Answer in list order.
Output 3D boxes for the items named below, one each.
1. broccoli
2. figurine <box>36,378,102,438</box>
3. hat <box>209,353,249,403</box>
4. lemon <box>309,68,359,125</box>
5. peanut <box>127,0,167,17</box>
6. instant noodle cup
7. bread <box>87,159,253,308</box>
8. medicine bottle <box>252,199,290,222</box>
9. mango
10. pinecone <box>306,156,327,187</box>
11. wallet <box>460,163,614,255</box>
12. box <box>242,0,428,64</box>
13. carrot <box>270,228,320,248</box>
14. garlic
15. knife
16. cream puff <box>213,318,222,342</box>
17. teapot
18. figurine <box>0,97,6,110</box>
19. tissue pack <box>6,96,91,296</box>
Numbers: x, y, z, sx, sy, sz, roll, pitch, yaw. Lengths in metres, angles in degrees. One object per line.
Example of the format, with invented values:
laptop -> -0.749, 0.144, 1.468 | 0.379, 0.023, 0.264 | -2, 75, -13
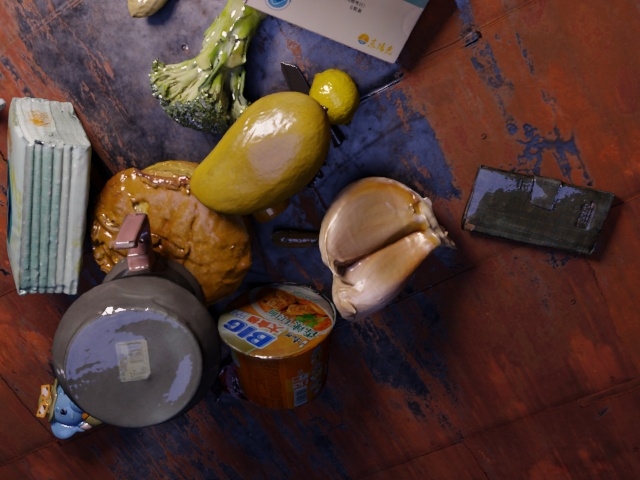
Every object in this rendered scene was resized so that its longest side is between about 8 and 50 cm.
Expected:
broccoli -> -0.189, -0.387, 1.328 | 0.361, 0.221, 0.252 | -40, 72, 19
figurine -> -0.686, 0.462, 1.815 | 0.262, 0.154, 0.180 | -11, 104, -6
hat -> -0.261, 0.386, 1.741 | 0.227, 0.129, 0.140 | -18, 70, 33
lemon -> 0.032, -0.311, 1.360 | 0.109, 0.109, 0.133 | -29, 101, 19
peanut -> -0.345, -0.548, 1.319 | 0.082, 0.082, 0.187 | 43, 112, -12
instant noodle cup -> -0.103, 0.274, 1.567 | 0.296, 0.296, 0.214 | 2, 123, 7
bread -> -0.348, -0.015, 1.496 | 0.398, 0.215, 0.398 | 3, 114, 8
medicine bottle -> -0.159, -0.142, 1.473 | 0.096, 0.096, 0.192 | -26, 109, 18
mango -> -0.114, -0.168, 1.298 | 0.195, 0.142, 0.331 | 44, 106, -2
pinecone -> -0.047, -0.181, 1.425 | 0.121, 0.140, 0.140 | 2, 124, -39
wallet -> 0.499, -0.067, 1.442 | 0.317, 0.044, 0.169 | 12, 114, 2
box -> 0.039, -0.499, 1.221 | 0.343, 0.065, 0.200 | 15, 127, -22
carrot -> 0.000, 0.000, 1.549 | 0.254, 0.049, 0.049 | 3, 115, 2
garlic -> 0.129, 0.019, 1.430 | 0.313, 0.249, 0.286 | -36, 134, -5
knife -> -0.025, -0.309, 1.420 | 0.060, 0.028, 0.230 | -25, 108, 31
cream puff -> -0.335, 0.262, 1.674 | 0.165, 0.115, 0.150 | -8, 107, 22
teapot -> -0.364, 0.148, 1.261 | 0.306, 0.362, 0.376 | -6, 106, -10
figurine -> -0.858, -0.367, 1.449 | 0.265, 0.140, 0.193 | 51, 132, 10
tissue pack -> -0.644, -0.102, 1.454 | 0.162, 0.287, 0.388 | -2, 121, -32
